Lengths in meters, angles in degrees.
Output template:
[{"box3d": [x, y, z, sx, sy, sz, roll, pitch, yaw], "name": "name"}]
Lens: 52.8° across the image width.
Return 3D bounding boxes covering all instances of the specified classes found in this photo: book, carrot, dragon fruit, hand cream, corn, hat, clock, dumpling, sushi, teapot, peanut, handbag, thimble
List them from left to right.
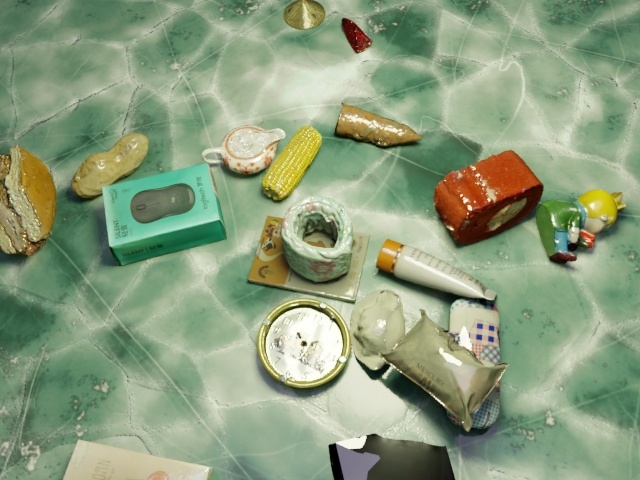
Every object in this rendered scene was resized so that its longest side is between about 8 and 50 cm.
[{"box3d": [-0.605, -0.219, 1.872, 0.263, 0.117, 0.101, -38, 86, -19], "name": "peanut"}, {"box3d": [-0.222, -0.261, 1.876, 0.245, 0.116, 0.159, -17, 74, -9], "name": "teapot"}, {"box3d": [-0.080, -0.223, 1.856, 0.093, 0.093, 0.244, 25, 66, 15], "name": "corn"}, {"box3d": [-0.056, -0.789, 2.180, 0.146, 0.067, 0.146, -1, 61, 2], "name": "hat"}, {"box3d": [-0.041, 0.260, 1.612, 0.237, 0.057, 0.237, 0, 62, 1], "name": "clock"}, {"box3d": [-0.030, 0.047, 1.749, 0.295, 0.020, 0.208, 10, 62, 8], "name": "book"}, {"box3d": [0.000, 0.000, 1.677, 0.185, 0.149, 0.211, -39, 66, -20], "name": "thimble"}, {"box3d": [0.118, -0.685, 2.118, 0.063, 0.097, 0.131, -21, 43, -12], "name": "dragon fruit"}, {"box3d": [0.132, 0.219, 1.605, 0.155, 0.111, 0.181, 11, 51, 43], "name": "dumpling"}, {"box3d": [0.172, -0.332, 1.905, 0.263, 0.102, 0.102, 15, 63, 9], "name": "carrot"}, {"box3d": [0.146, 0.518, 1.375, 0.227, 0.212, 0.215, -9, 73, -15], "name": "sushi"}, {"box3d": [0.304, 0.084, 1.667, 0.314, 0.139, 0.089, 20, 100, 20], "name": "hand cream"}, {"box3d": [0.285, 0.282, 1.480, 0.270, 0.117, 0.182, 36, 72, 29], "name": "handbag"}]

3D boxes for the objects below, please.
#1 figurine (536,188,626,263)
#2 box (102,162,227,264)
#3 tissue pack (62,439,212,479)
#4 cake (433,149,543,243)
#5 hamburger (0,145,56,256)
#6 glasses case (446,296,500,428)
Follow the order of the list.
[{"box3d": [0.703, -0.039, 1.710, 0.234, 0.127, 0.185, -6, 73, -16], "name": "figurine"}, {"box3d": [-0.432, -0.075, 1.779, 0.311, 0.118, 0.205, -14, 60, -5], "name": "box"}, {"box3d": [-0.421, 0.565, 1.454, 0.325, 0.071, 0.170, 9, 64, 8], "name": "tissue pack"}, {"box3d": [0.441, -0.110, 1.719, 0.283, 0.177, 0.151, -24, 63, -9], "name": "cake"}, {"box3d": [-0.831, -0.113, 1.798, 0.155, 0.245, 0.282, -25, 105, 17], "name": "hamburger"}, {"box3d": [0.370, 0.290, 1.562, 0.125, 0.076, 0.327, 3, 62, 9], "name": "glasses case"}]
